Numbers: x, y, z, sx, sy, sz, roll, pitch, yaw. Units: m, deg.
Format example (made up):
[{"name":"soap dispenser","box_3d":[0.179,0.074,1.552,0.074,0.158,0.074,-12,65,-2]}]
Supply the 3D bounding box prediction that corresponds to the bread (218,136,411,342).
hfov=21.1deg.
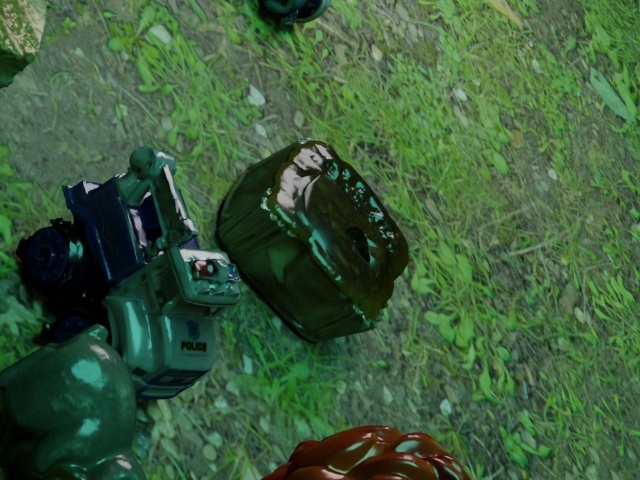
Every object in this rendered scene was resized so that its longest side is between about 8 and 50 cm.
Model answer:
[{"name":"bread","box_3d":[0.000,-0.002,1.928,0.210,0.110,0.192,49,34,-14]}]

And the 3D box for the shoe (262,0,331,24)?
[{"name":"shoe","box_3d":[-0.064,-0.368,2.171,0.207,0.091,0.106,63,27,2]}]

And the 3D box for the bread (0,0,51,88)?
[{"name":"bread","box_3d":[-0.364,-0.204,1.539,0.224,0.183,0.211,43,33,-26]}]

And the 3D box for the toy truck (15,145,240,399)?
[{"name":"toy truck","box_3d":[-0.161,0.036,1.614,0.161,0.177,0.213,7,57,-53]}]

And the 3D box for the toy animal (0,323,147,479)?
[{"name":"toy animal","box_3d":[-0.194,0.193,1.486,0.236,0.138,0.108,57,-2,6]}]

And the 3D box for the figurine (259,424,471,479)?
[{"name":"figurine","box_3d":[0.075,0.383,1.630,0.306,0.241,0.412,2,77,-26]}]
